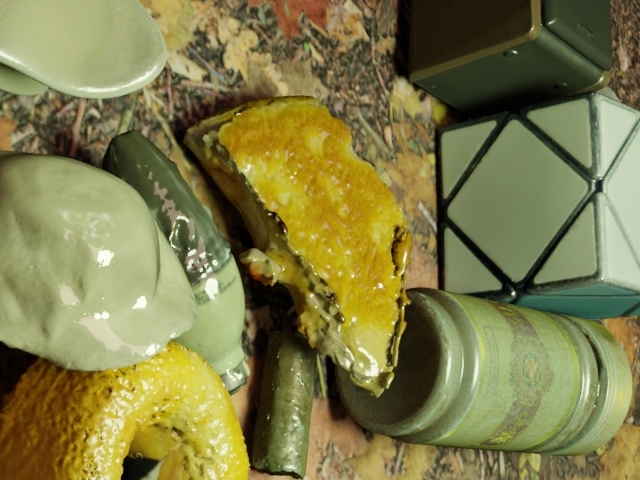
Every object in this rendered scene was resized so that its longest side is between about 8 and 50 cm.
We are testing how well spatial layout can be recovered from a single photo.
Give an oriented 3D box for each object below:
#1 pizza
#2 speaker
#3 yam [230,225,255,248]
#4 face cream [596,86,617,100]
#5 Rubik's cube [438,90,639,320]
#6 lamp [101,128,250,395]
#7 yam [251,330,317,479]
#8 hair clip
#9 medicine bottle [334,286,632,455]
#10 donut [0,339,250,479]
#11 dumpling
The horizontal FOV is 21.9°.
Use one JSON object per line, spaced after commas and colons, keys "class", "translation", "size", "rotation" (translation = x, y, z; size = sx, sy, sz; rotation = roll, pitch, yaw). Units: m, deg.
{"class": "pizza", "translation": [0.000, 0.000, 1.522], "size": [0.189, 0.071, 0.297], "rotation": [-31, 88, -45]}
{"class": "speaker", "translation": [0.201, -0.270, 1.776], "size": [0.153, 0.193, 0.230], "rotation": [25, 59, -44]}
{"class": "yam", "translation": [-0.047, 0.013, 1.546], "size": [0.107, 0.014, 0.014], "rotation": [36, 55, -40]}
{"class": "face cream", "translation": [0.338, -0.066, 1.977], "size": [0.143, 0.089, 0.314], "rotation": [22, 57, -45]}
{"class": "Rubik's cube", "translation": [0.265, -0.027, 1.779], "size": [0.205, 0.205, 0.207], "rotation": [16, 69, -48]}
{"class": "lamp", "translation": [-0.123, 0.024, 1.386], "size": [0.101, 0.101, 0.250], "rotation": [-41, 114, -46]}
{"class": "yam", "translation": [-0.032, 0.151, 1.504], "size": [0.054, 0.054, 0.132], "rotation": [28, 60, -44]}
{"class": "hair clip", "translation": [-0.253, -0.193, 1.269], "size": [0.282, 0.113, 0.172], "rotation": [34, 56, -40]}
{"class": "medicine bottle", "translation": [0.167, 0.135, 1.665], "size": [0.322, 0.151, 0.151], "rotation": [12, 73, -48]}
{"class": "donut", "translation": [-0.156, 0.187, 1.310], "size": [0.253, 0.118, 0.253], "rotation": [-9, 101, -60]}
{"class": "dumpling", "translation": [-0.204, 0.015, 1.249], "size": [0.250, 0.132, 0.162], "rotation": [21, 40, -20]}
